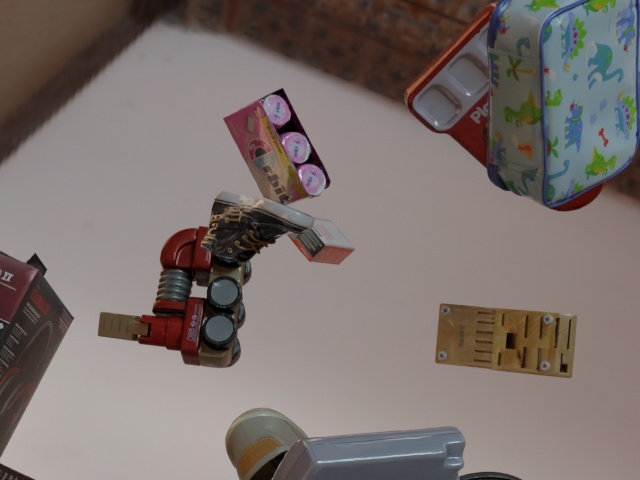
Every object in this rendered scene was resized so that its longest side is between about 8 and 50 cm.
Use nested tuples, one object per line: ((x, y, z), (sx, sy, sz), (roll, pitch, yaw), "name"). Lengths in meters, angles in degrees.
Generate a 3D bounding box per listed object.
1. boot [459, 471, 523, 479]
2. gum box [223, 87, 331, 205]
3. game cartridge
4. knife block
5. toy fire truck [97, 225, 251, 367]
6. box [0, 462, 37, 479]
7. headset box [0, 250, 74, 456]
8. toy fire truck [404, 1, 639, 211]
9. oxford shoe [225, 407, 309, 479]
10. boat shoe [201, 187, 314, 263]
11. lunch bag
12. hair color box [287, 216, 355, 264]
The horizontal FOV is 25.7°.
((0.271, 0.401, 1.744), (0.229, 0.263, 0.091), (-81, -171, -68), "boot")
((-0.070, -0.146, 2.336), (0.062, 0.188, 0.107), (-33, -171, -40), "gum box")
((0.025, 0.312, 1.440), (0.060, 0.196, 0.294), (-122, -144, -47), "game cartridge")
((0.282, 0.145, 2.031), (0.242, 0.275, 0.088), (9, 85, -55), "knife block")
((-0.244, 0.094, 2.288), (0.158, 0.246, 0.217), (90, 6, -68), "toy fire truck")
((-0.436, 0.522, 2.304), (0.191, 0.381, 0.143), (-62, 159, -21), "box")
((-0.437, 0.149, 1.810), (0.218, 0.110, 0.293), (84, 30, -70), "headset box")
((0.287, -0.203, 1.746), (0.302, 0.254, 0.169), (-46, -162, 17), "toy fire truck")
((0.014, 0.448, 2.293), (0.169, 0.449, 0.130), (-41, -154, 9), "oxford shoe")
((-0.078, -0.009, 1.723), (0.183, 0.065, 0.083), (14, -96, 53), "boat shoe")
((0.249, -0.155, 1.416), (0.176, 0.090, 0.219), (-28, 125, -33), "lunch bag")
((0.000, 0.000, 2.366), (0.043, 0.072, 0.141), (-44, 162, 13), "hair color box")
